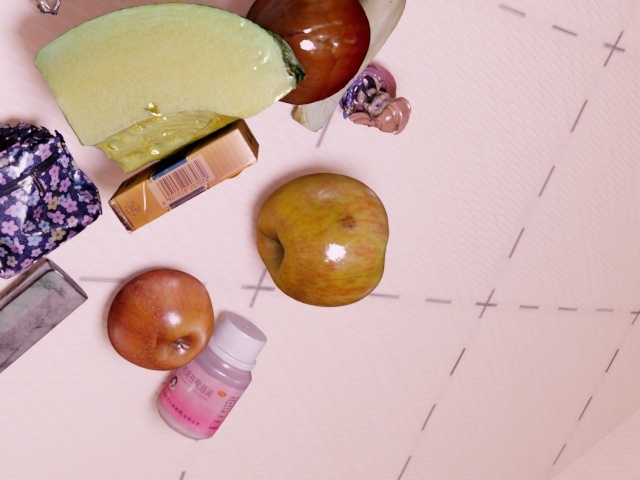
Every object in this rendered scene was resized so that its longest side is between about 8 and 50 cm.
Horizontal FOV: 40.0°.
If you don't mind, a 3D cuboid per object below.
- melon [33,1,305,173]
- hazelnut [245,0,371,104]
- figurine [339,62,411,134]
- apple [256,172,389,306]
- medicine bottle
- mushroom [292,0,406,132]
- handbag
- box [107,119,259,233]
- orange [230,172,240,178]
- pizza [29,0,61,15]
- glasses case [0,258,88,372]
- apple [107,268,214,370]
[{"bbox_3d":[-0.198,-0.227,1.321,0.344,0.226,0.331,-23,143,8],"label":"melon"},{"bbox_3d":[-0.037,-0.326,1.456,0.230,0.229,0.229,-19,128,-25],"label":"hazelnut"},{"bbox_3d":[0.112,-0.254,1.666,0.126,0.157,0.114,-36,155,-17],"label":"figurine"},{"bbox_3d":[0.000,0.000,1.677,0.264,0.264,0.264,-19,128,-25],"label":"apple"},{"bbox_3d":[-0.216,0.272,1.778,0.147,0.147,0.247,26,102,-43],"label":"medicine bottle"},{"bbox_3d":[0.057,-0.343,1.583,0.087,0.107,0.333,31,102,-9],"label":"mushroom"},{"bbox_3d":[-0.476,-0.069,1.368,0.229,0.127,0.207,-34,127,-12],"label":"handbag"},{"bbox_3d":[-0.216,-0.110,1.424,0.237,0.152,0.070,-27,106,5],"label":"box"},{"bbox_3d":[-0.174,-0.147,1.578,0.086,0.062,0.086,0,90,-6],"label":"orange"},{"bbox_3d":[-0.414,-0.410,1.235,0.185,0.052,0.195,-31,128,-23],"label":"pizza"},{"bbox_3d":[-0.549,0.163,1.518,0.299,0.060,0.114,-41,134,-5],"label":"glasses case"},{"bbox_3d":[-0.290,0.151,1.627,0.201,0.162,0.201,-19,127,-27],"label":"apple"}]
